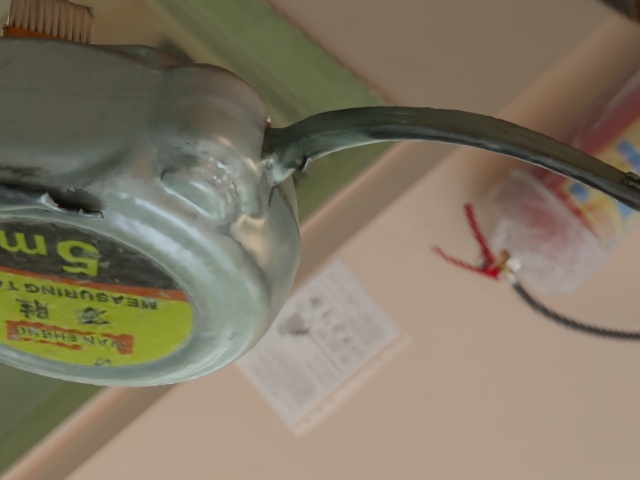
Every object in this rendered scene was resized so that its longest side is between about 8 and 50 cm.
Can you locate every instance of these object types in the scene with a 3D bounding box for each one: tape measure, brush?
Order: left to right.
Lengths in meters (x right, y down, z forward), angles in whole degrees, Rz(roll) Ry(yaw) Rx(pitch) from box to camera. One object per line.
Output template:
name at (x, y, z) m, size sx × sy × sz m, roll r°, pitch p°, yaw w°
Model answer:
brush at (-0.246, -0.120, 1.176) m, size 0.017 × 0.090 × 0.314 m, roll 119°, pitch 154°, yaw -43°
tape measure at (0.000, -0.001, 0.443) m, size 0.330 × 0.084 × 0.164 m, roll 8°, pitch 152°, yaw 2°
